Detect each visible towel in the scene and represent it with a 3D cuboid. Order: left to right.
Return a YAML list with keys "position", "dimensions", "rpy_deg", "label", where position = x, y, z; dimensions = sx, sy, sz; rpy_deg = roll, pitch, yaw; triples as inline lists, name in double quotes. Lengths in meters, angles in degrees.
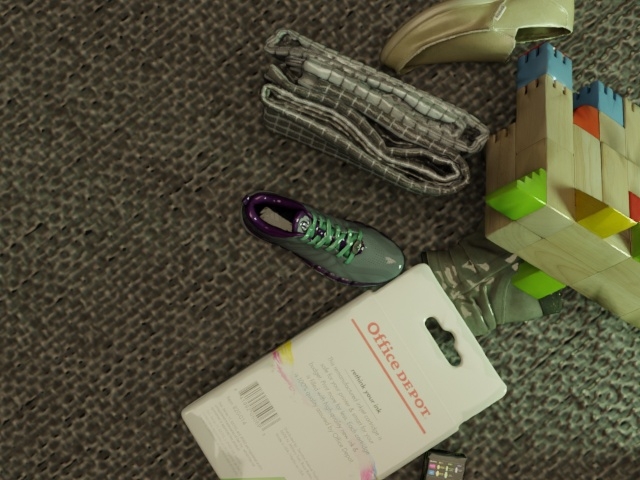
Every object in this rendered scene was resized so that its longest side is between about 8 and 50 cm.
- position: [0.055, -0.144, 1.778]
  dimensions: [0.283, 0.235, 0.121]
  rpy_deg: [25, 93, 2]
  label: "towel"

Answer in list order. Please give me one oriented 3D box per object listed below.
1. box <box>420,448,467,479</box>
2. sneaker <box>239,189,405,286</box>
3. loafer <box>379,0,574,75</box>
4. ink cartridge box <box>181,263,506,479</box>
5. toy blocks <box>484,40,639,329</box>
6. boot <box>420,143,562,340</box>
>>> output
- position: [0.152, 0.307, 1.835]
  dimensions: [0.052, 0.062, 0.083]
  rpy_deg: [9, 86, 2]
  label: "box"
- position: [0.000, 0.000, 1.834]
  dimensions: [0.223, 0.098, 0.083]
  rpy_deg: [20, 87, 1]
  label: "sneaker"
- position: [0.206, -0.264, 1.849]
  dimensions: [0.268, 0.102, 0.092]
  rpy_deg: [-22, 81, -2]
  label: "loafer"
- position: [0.030, 0.200, 1.812]
  dimensions: [0.353, 0.119, 0.207]
  rpy_deg: [-32, 87, -1]
  label: "ink cartridge box"
- position: [0.335, -0.070, 1.774]
  dimensions: [0.381, 0.191, 0.261]
  rpy_deg: [29, 50, -31]
  label: "toy blocks"
- position: [0.199, 0.001, 1.848]
  dimensions: [0.161, 0.083, 0.246]
  rpy_deg: [-16, 85, 5]
  label: "boot"
